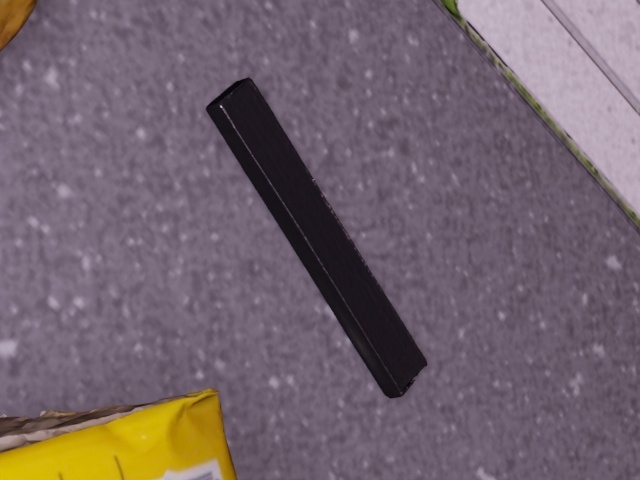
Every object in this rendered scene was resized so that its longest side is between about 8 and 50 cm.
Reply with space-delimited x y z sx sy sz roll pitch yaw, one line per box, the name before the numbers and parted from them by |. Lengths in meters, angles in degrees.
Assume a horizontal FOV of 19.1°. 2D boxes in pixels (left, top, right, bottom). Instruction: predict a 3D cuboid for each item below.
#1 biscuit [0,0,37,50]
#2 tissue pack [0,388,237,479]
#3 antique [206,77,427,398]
biscuit | -0.227 -0.195 0.766 0.289 0.081 0.334 -37 120 -18
tissue pack | -0.150 0.269 0.701 0.293 0.228 0.382 -12 87 -46
antique | 0.000 0.000 1.028 0.031 0.015 0.192 -44 109 -39
